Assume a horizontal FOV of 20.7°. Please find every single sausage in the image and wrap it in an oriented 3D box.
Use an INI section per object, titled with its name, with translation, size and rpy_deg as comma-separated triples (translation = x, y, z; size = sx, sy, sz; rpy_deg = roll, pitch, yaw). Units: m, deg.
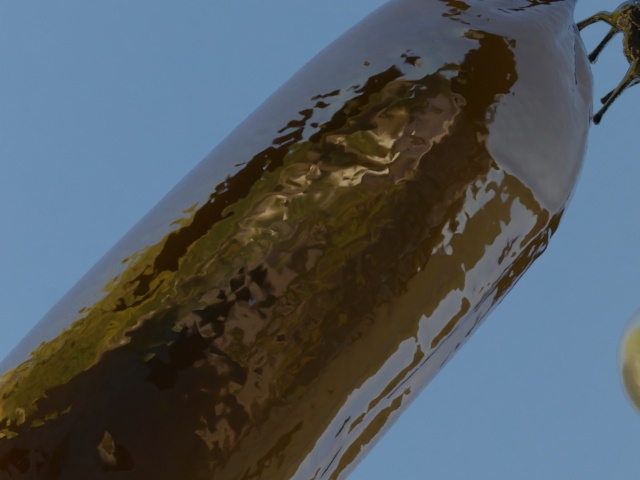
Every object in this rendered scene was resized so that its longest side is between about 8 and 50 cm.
[sausage]
translation = 0.005, 0.003, 0.605
size = 0.112, 0.328, 0.112
rpy_deg = 36, -24, 19

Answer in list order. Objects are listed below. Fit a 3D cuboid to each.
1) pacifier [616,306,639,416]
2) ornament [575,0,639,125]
[pacifier]
translation = 0.298, 0.067, 1.031
size = 0.269, 0.343, 0.288
rpy_deg = 3, -74, 36
[ornament]
translation = 0.209, -0.127, 1.082
size = 0.125, 0.028, 0.073
rpy_deg = -32, -118, 46
